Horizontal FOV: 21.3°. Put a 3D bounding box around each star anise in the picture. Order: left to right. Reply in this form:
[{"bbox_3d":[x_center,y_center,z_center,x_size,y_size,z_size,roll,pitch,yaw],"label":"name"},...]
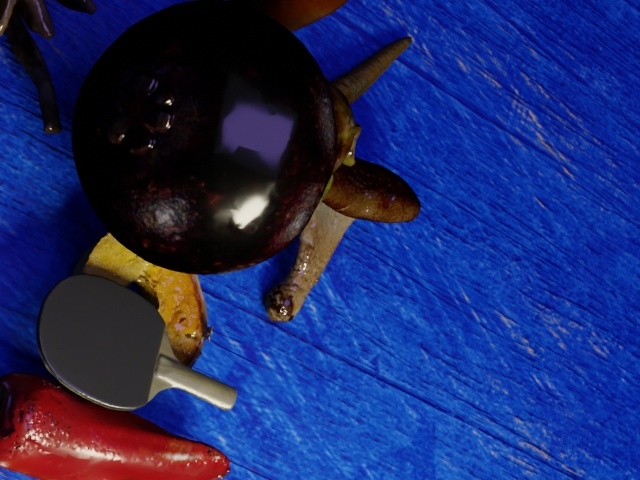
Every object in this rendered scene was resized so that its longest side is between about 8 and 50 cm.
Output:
[{"bbox_3d":[-0.332,-0.308,1.812,0.292,0.109,0.349,-46,103,-11],"label":"star anise"}]

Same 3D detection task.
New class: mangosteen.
[{"bbox_3d":[-0.119,-0.111,1.821,0.313,0.297,0.297,-55,129,-80],"label":"mangosteen"}]

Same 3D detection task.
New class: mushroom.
[{"bbox_3d":[0.000,0.000,2.058,0.227,0.148,0.218,15,93,-28],"label":"mushroom"}]

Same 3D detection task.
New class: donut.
[{"bbox_3d":[-0.199,0.070,1.900,0.146,0.078,0.181,-31,98,-39],"label":"donut"}]

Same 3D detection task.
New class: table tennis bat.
[{"bbox_3d":[-0.195,0.124,1.827,0.246,0.022,0.138,28,58,-27],"label":"table tennis bat"}]

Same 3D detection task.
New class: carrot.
[{"bbox_3d":[0.045,-0.204,2.157,0.254,0.049,0.049,-40,110,-40],"label":"carrot"}]

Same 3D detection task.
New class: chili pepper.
[{"bbox_3d":[-0.256,0.211,1.813,0.387,0.110,0.110,22,71,-37],"label":"chili pepper"}]

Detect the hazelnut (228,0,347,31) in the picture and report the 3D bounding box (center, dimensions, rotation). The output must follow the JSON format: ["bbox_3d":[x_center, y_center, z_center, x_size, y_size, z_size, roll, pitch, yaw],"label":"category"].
[{"bbox_3d":[-0.029,-0.343,2.032,0.208,0.208,0.208,6,81,-39],"label":"hazelnut"}]
